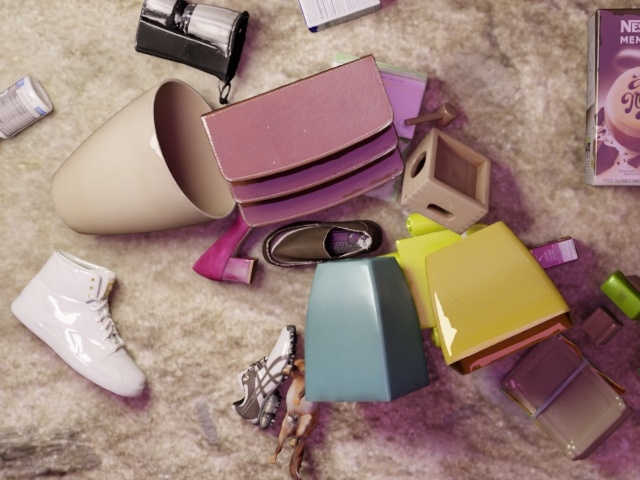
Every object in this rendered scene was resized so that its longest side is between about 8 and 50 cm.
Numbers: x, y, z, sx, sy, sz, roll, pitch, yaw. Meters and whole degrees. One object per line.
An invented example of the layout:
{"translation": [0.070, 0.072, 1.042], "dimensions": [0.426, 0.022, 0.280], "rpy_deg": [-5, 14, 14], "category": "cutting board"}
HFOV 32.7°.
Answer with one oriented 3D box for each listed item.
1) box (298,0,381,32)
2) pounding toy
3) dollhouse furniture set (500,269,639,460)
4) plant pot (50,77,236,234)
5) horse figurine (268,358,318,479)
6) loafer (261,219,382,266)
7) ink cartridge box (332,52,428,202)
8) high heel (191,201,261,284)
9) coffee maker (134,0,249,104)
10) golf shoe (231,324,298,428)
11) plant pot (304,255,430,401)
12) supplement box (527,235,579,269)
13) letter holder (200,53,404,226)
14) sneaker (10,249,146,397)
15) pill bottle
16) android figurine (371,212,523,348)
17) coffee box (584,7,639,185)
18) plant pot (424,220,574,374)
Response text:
{"translation": [0.025, -0.451, 1.930], "dimensions": [0.137, 0.072, 0.126], "rpy_deg": [-18, 92, 5], "category": "box"}
{"translation": [0.198, -0.140, 1.899], "dimensions": [0.181, 0.206, 0.094], "rpy_deg": [26, 138, -18], "category": "pounding toy"}
{"translation": [0.500, 0.221, 1.932], "dimensions": [0.197, 0.151, 0.301], "rpy_deg": [48, 114, 21], "category": "dollhouse furniture set"}
{"translation": [-0.327, -0.114, 1.912], "dimensions": [0.274, 0.256, 0.257], "rpy_deg": [-20, 91, 22], "category": "plant pot"}
{"translation": [-0.035, 0.296, 1.949], "dimensions": [0.066, 0.174, 0.263], "rpy_deg": [11, 105, 13], "category": "horse figurine"}
{"translation": [0.000, 0.000, 1.955], "dimensions": [0.220, 0.078, 0.080], "rpy_deg": [-11, 92, 5], "category": "loafer"}
{"translation": [0.083, -0.200, 1.950], "dimensions": [0.171, 0.056, 0.235], "rpy_deg": [14, 92, 4], "category": "ink cartridge box"}
{"translation": [-0.159, -0.045, 1.974], "dimensions": [0.117, 0.082, 0.244], "rpy_deg": [12, 100, 10], "category": "high heel"}
{"translation": [-0.234, -0.349, 1.936], "dimensions": [0.178, 0.120, 0.171], "rpy_deg": [18, 95, 4], "category": "coffee maker"}
{"translation": [-0.102, 0.239, 1.980], "dimensions": [0.093, 0.077, 0.198], "rpy_deg": [19, 94, 4], "category": "golf shoe"}
{"translation": [0.071, 0.148, 1.885], "dimensions": [0.165, 0.165, 0.234], "rpy_deg": [-5, 92, 30], "category": "plant pot"}
{"translation": [0.409, 0.024, 1.932], "dimensions": [0.083, 0.055, 0.043], "rpy_deg": [-17, 92, 5], "category": "supplement box"}
{"translation": [-0.020, -0.156, 1.845], "dimensions": [0.301, 0.152, 0.214], "rpy_deg": [-20, 91, 0], "category": "letter holder"}
{"translation": [-0.406, 0.143, 1.986], "dimensions": [0.292, 0.108, 0.169], "rpy_deg": [38, 99, 3], "category": "sneaker"}
{"translation": [-0.566, -0.234, 1.992], "dimensions": [0.137, 0.078, 0.078], "rpy_deg": [-31, 90, 6], "category": "pill bottle"}
{"translation": [0.235, 0.063, 1.951], "dimensions": [0.272, 0.056, 0.248], "rpy_deg": [-10, 92, 7], "category": "android figurine"}
{"translation": [0.546, -0.242, 1.872], "dimensions": [0.168, 0.119, 0.297], "rpy_deg": [0, 93, 6], "category": "coffee box"}
{"translation": [0.284, 0.090, 1.822], "dimensions": [0.212, 0.212, 0.187], "rpy_deg": [-25, 74, 9], "category": "plant pot"}
